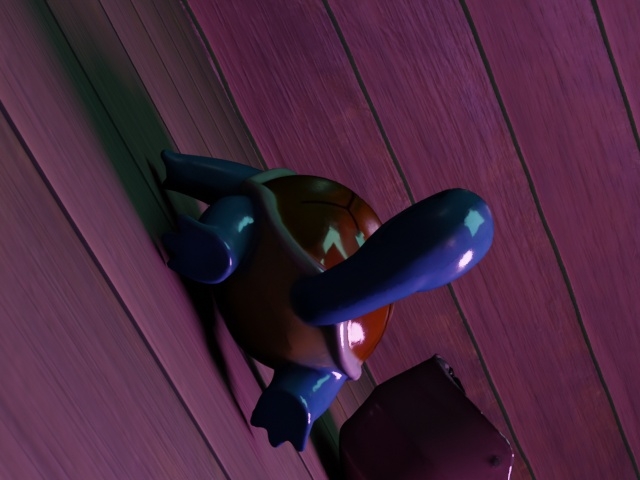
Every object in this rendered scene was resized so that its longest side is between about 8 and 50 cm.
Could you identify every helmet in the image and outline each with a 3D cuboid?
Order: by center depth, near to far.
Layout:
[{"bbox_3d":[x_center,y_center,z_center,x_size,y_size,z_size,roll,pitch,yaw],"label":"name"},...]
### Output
[{"bbox_3d":[0.139,0.318,1.285,0.271,0.197,0.338,-125,-166,-60],"label":"helmet"}]

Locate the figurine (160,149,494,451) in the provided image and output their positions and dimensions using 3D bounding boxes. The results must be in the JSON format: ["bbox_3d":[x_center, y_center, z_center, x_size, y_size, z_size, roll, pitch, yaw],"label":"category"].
[{"bbox_3d":[-0.027,0.024,0.946,0.298,0.243,0.416,55,-16,-12],"label":"figurine"}]
